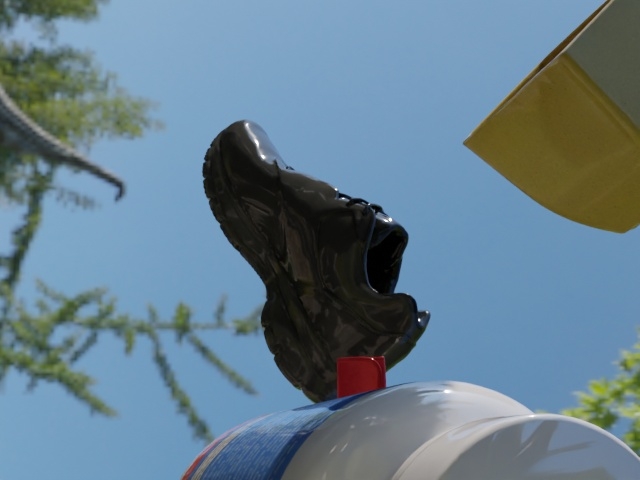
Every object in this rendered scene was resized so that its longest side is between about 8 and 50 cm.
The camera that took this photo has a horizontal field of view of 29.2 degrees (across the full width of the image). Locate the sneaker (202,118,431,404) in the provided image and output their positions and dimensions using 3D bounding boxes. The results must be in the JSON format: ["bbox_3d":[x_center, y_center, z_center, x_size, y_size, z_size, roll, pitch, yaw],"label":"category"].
[{"bbox_3d":[0.000,0.000,0.993,0.130,0.109,0.286,-36,-123,14],"label":"sneaker"}]

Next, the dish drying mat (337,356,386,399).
[{"bbox_3d":[0.027,0.116,0.790,0.008,0.032,0.083,64,24,-71],"label":"dish drying mat"}]

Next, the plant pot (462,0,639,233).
[{"bbox_3d":[0.132,-0.053,0.549,0.083,0.081,0.081,45,-35,0],"label":"plant pot"}]

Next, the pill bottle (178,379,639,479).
[{"bbox_3d":[0.025,0.115,0.441,0.221,0.124,0.124,149,-62,-66],"label":"pill bottle"}]
